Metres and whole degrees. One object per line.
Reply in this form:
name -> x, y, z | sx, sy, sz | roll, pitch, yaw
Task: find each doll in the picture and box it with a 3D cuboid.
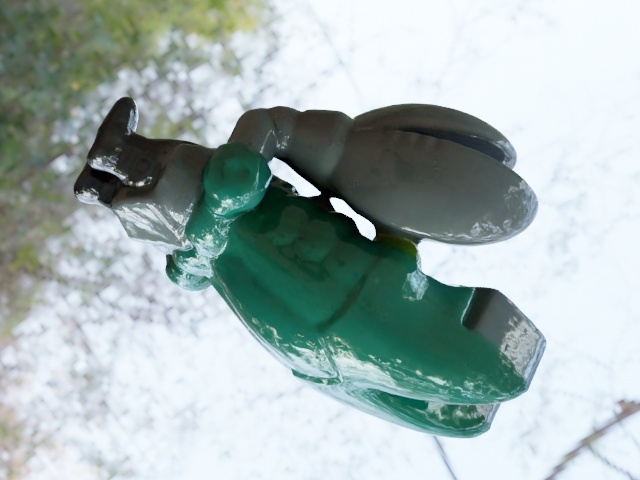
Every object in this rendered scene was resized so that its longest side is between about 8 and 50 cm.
doll -> 0.012, -0.005, 0.936 | 0.195, 0.258, 0.153 | -15, -142, 48
